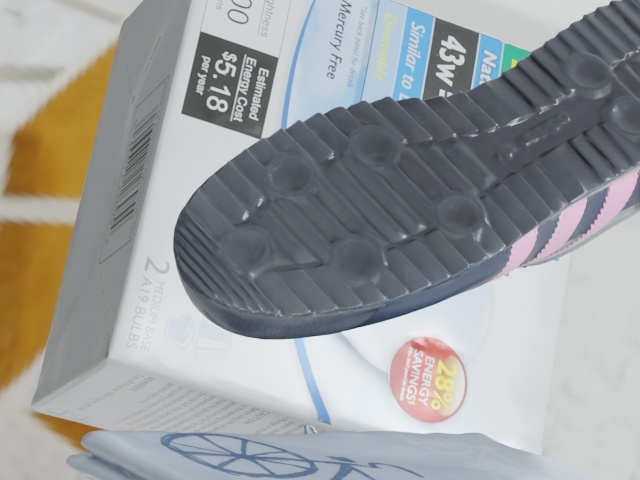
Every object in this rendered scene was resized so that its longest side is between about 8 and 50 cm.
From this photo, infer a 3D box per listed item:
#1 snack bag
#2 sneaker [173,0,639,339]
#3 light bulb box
[{"bbox_3d":[0.083,0.161,1.078,0.342,0.323,0.037,5,98,-43],"label":"snack bag"},{"bbox_3d":[0.067,-0.011,0.954,0.319,0.112,0.131,-21,155,-25],"label":"sneaker"},{"bbox_3d":[0.000,0.000,1.557,0.225,0.361,0.358,151,-47,-64],"label":"light bulb box"}]
